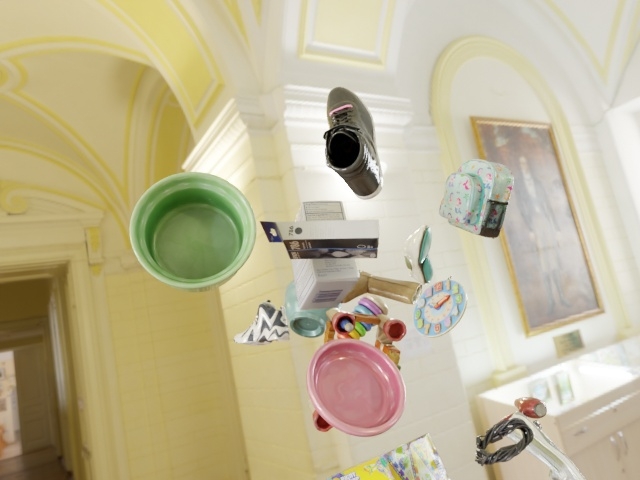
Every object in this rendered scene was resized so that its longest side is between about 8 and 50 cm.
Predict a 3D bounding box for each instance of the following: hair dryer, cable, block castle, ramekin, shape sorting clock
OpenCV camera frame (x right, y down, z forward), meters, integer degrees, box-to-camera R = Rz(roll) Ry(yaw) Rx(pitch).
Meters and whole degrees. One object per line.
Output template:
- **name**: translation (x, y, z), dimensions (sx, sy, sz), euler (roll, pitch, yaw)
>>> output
- **hair dryer**: translation (0.770, 0.677, 1.912), dimensions (0.224, 0.080, 0.293), euler (-21, -8, 33)
- **cable**: translation (0.515, 0.571, 1.382), dimensions (0.184, 0.047, 0.150), euler (-35, -2, 34)
- **block castle**: translation (0.143, 0.497, 1.854), dimensions (0.303, 0.453, 0.213), euler (10, 4, -17)
- **ramekin**: translation (-0.322, -0.010, 1.261), dimensions (0.303, 0.303, 0.148), euler (-9, -15, -14)
- **shape sorting clock**: translation (0.376, 0.214, 1.552), dimensions (0.040, 0.206, 0.206), euler (40, -37, -23)

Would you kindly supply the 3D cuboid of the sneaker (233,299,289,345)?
- **sneaker**: translation (-0.214, 0.295, 1.765), dimensions (0.235, 0.153, 0.094), euler (-17, -26, 36)

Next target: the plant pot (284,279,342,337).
- **plant pot**: translation (-0.049, 0.346, 2.369), dimensions (0.293, 0.196, 0.293), euler (7, -45, 7)

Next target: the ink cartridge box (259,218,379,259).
- **ink cartridge box**: translation (0.000, 0.000, 1.393), dimensions (0.333, 0.065, 0.165), euler (0, -21, 6)

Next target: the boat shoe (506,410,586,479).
- **boat shoe**: translation (0.715, 0.693, 1.537), dimensions (0.103, 0.320, 0.118), euler (-44, -36, 1)

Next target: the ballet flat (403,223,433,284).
- **ballet flat**: translation (0.448, 0.067, 2.283), dimensions (0.139, 0.139, 0.400), euler (-13, -41, 5)

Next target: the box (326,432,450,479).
- **box**: translation (0.232, 0.824, 1.671), dimensions (0.279, 0.177, 0.290), euler (4, -36, -48)

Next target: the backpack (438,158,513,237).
- **backpack**: translation (0.544, -0.156, 1.698), dimensions (0.191, 0.253, 0.225), euler (13, 11, -22)

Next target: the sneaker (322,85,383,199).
- **sneaker**: translation (0.058, -0.244, 1.062), dimensions (0.105, 0.295, 0.147), euler (-20, -22, 17)

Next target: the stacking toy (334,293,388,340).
- **stacking toy**: translation (0.146, 0.384, 2.132), dimensions (0.330, 0.141, 0.141), euler (-45, 0, -18)

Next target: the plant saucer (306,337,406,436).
- **plant saucer**: translation (0.108, 0.475, 1.569), dimensions (0.332, 0.332, 0.084), euler (-6, -40, -28)

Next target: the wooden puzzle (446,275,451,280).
- **wooden puzzle**: translation (0.584, 0.196, 2.247), dimensions (0.006, 0.083, 0.049), euler (31, -4, 26)

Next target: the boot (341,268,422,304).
- **boot**: translation (0.227, 0.194, 1.864), dimensions (0.270, 0.089, 0.236), euler (13, 31, 25)

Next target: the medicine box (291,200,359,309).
- **medicine box**: translation (0.000, 0.053, 1.644), dimensions (0.149, 0.289, 0.263), euler (-2, -27, -16)

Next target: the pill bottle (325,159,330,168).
- **pill bottle**: translation (0.092, -0.316, 1.962), dimensions (0.078, 0.078, 0.137), euler (-2, 16, -45)
